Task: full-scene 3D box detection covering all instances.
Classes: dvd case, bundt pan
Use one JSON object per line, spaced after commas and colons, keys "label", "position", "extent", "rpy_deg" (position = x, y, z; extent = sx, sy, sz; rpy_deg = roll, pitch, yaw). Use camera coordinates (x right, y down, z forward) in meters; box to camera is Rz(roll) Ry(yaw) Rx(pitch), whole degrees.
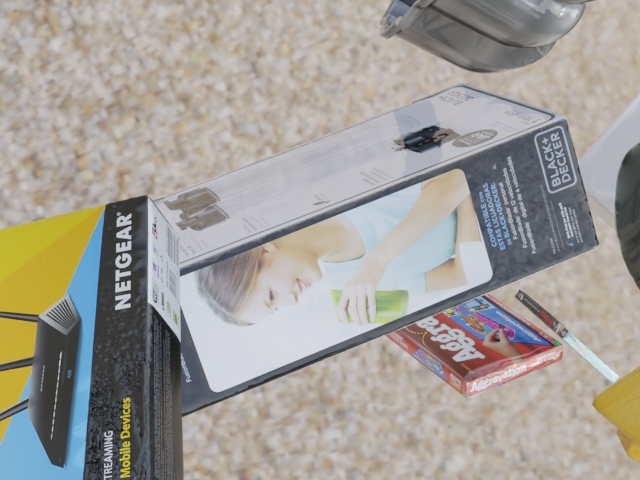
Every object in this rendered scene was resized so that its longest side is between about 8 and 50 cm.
{"label": "dvd case", "position": [0.259, 0.100, 1.563], "extent": [0.087, 0.013, 0.119], "rpy_deg": [40, 2, -27]}
{"label": "bundt pan", "position": [0.192, -0.273, 1.240], "extent": [0.124, 0.331, 0.331], "rpy_deg": [35, 46, -9]}

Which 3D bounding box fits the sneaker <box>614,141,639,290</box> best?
{"label": "sneaker", "position": [0.391, -0.048, 0.870], "extent": [0.182, 0.410, 0.158], "rpy_deg": [-39, 124, -60]}

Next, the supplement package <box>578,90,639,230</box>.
{"label": "supplement package", "position": [0.457, -0.117, 1.739], "extent": [0.177, 0.293, 0.175], "rpy_deg": [43, 4, 17]}

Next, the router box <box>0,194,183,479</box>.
{"label": "router box", "position": [-0.131, 0.076, 0.678], "extent": [0.046, 0.133, 0.179], "rpy_deg": [60, 20, -53]}

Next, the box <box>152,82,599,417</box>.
{"label": "box", "position": [0.000, 0.000, 0.907], "extent": [0.290, 0.169, 0.087], "rpy_deg": [-21, 108, -12]}

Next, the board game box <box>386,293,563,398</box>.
{"label": "board game box", "position": [0.147, 0.094, 1.798], "extent": [0.145, 0.281, 0.027], "rpy_deg": [-19, 124, -28]}

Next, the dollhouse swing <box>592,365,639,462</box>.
{"label": "dollhouse swing", "position": [0.460, 0.213, 1.126], "extent": [0.347, 0.315, 0.305], "rpy_deg": [26, 34, -44]}
